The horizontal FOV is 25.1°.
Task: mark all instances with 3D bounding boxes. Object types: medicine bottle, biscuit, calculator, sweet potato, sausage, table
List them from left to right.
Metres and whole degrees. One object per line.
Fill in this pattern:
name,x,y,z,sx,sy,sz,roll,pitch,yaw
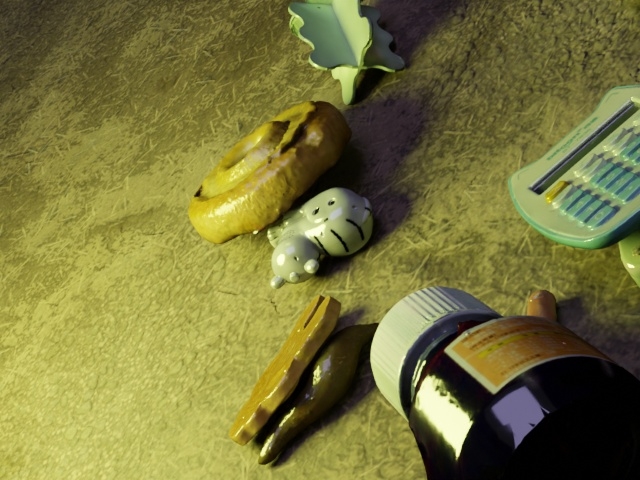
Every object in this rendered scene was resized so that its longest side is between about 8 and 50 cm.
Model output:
biscuit,-0.087,-0.114,2.251,0.296,0.102,0.296,-35,16,11
biscuit,-0.048,0.178,1.968,0.236,0.040,0.144,-58,5,-8
sweet potato,-0.002,0.200,1.925,0.249,0.059,0.069,-54,16,-11
table,0.043,-0.338,2.394,0.166,0.166,0.198,-33,43,13
medicine bottle,0.193,0.177,1.595,0.242,0.242,0.395,-43,30,-1
sausage,0.278,0.121,1.752,0.042,0.036,0.158,-36,35,23
calculator,0.370,-0.092,1.790,0.256,0.054,0.386,-41,13,1

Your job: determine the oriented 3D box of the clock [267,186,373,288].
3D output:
clock,0.000,0.000,2.117,0.176,0.080,0.117,-28,36,21

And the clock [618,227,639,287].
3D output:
clock,0.450,-0.027,1.720,0.191,0.062,0.151,-24,36,24
